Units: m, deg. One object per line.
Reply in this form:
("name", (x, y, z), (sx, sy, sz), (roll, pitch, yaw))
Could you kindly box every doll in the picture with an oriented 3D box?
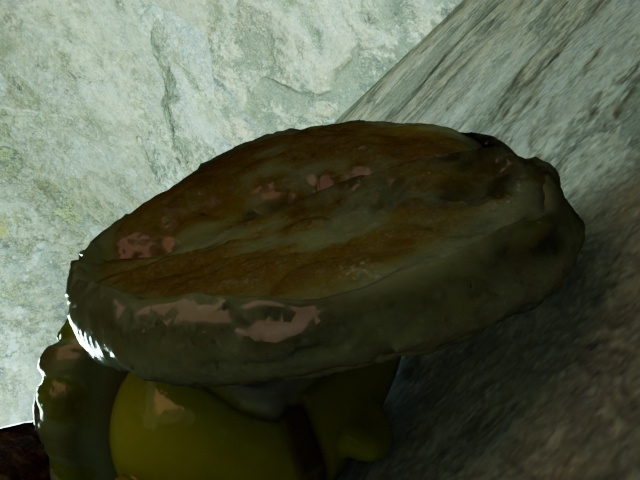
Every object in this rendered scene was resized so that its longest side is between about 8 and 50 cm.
("doll", (-0.025, 0.101, 0.657), (0.200, 0.145, 0.363), (7, 31, 29))

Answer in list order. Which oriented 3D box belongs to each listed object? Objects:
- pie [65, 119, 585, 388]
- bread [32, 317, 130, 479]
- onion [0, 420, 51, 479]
("pie", (0.000, -0.001, 0.603), (0.339, 0.077, 0.339), (-11, 23, 5))
("bread", (-0.129, 0.115, 0.764), (0.105, 0.213, 0.213), (8, 49, 42))
("onion", (-0.256, 0.264, 0.804), (0.246, 0.190, 0.246), (-53, -11, -15))
